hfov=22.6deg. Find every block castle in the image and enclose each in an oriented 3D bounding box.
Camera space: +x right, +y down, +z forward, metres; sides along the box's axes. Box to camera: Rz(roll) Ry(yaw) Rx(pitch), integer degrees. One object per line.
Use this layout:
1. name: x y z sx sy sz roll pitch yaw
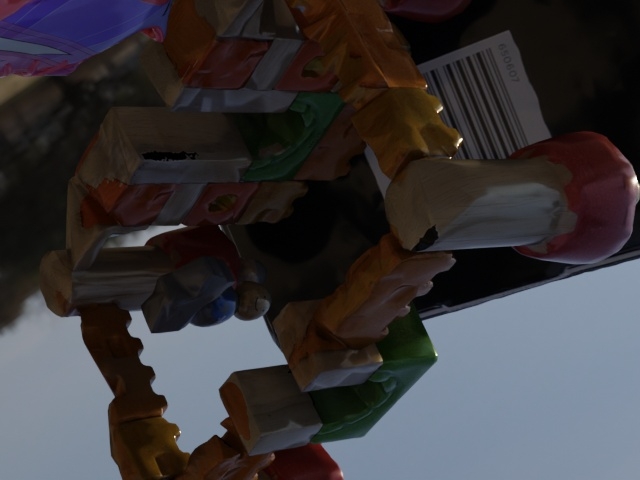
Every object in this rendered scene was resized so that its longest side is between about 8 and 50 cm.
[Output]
1. block castle: 0.000 0.000 1.157 0.212 0.303 0.453 -4 145 -39

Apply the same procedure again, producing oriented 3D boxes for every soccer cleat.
1. soccer cleat: -0.193 -0.125 0.960 0.248 0.095 0.083 -27 -135 -29

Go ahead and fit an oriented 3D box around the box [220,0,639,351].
1. box: 0.200 -0.156 1.480 0.479 0.297 0.471 -19 -172 32
